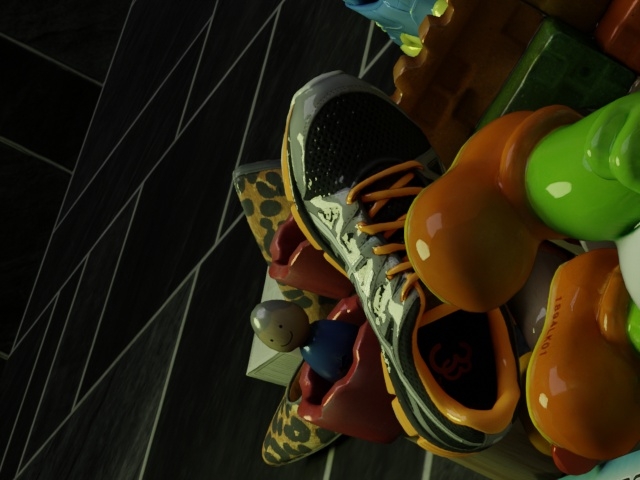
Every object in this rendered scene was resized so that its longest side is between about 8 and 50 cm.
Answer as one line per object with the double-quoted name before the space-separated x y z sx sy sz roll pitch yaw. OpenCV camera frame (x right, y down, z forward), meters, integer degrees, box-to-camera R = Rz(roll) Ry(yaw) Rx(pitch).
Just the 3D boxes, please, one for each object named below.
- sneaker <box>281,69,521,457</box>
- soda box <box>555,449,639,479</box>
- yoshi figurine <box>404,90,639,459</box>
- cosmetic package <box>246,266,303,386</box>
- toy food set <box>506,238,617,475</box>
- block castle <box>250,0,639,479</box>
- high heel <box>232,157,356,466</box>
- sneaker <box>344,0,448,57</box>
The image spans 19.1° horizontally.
"sneaker" 0.050 0.010 0.973 0.084 0.214 0.083 -27 3 -10
"soda box" 0.165 0.143 0.933 0.183 0.058 0.063 -34 33 59
"yoshi figurine" 0.203 0.019 0.736 0.362 0.204 0.203 -12 85 45
"cosmetic package" 0.000 0.000 1.615 0.099 0.060 0.239 145 140 -64
"toy food set" 0.174 0.006 0.973 0.232 0.111 0.104 -42 17 9
"block castle" 0.128 -0.100 1.153 0.453 0.213 0.303 -58 17 17
"high heel" -0.032 0.055 1.456 0.261 0.186 0.093 -55 18 28
"sneaker" 0.074 -0.219 1.668 0.091 0.126 0.240 -63 16 0
